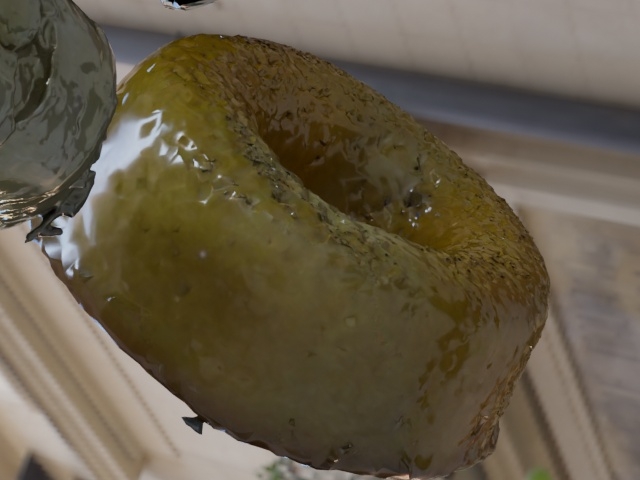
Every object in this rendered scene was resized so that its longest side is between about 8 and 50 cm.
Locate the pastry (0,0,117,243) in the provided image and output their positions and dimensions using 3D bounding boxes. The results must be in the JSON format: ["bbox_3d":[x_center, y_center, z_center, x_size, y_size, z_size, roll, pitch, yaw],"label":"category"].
[{"bbox_3d":[-0.156,-0.062,0.625,0.166,0.166,0.088,42,-119,-56],"label":"pastry"}]

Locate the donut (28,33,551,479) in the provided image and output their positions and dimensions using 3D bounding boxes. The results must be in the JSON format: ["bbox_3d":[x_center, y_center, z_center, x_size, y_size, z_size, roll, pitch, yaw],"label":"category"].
[{"bbox_3d":[-0.001,0.000,0.830,0.108,0.277,0.277,-52,-24,21],"label":"donut"}]

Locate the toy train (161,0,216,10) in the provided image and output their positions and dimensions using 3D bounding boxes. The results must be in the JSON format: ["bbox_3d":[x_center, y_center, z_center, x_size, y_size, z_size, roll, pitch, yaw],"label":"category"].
[{"bbox_3d":[-0.121,-0.172,0.862,0.083,0.204,0.131,76,170,-77],"label":"toy train"}]
